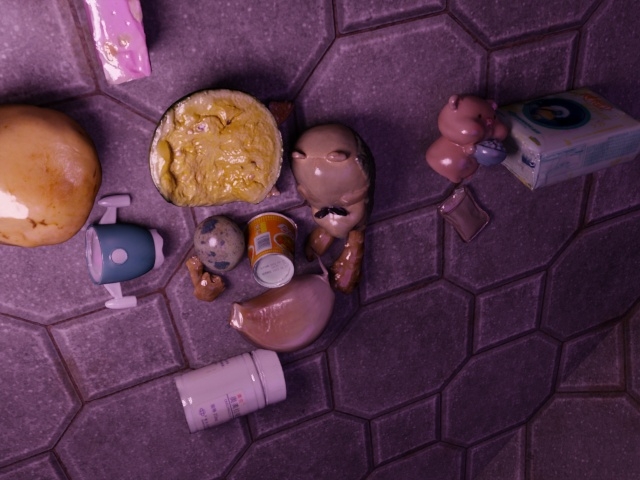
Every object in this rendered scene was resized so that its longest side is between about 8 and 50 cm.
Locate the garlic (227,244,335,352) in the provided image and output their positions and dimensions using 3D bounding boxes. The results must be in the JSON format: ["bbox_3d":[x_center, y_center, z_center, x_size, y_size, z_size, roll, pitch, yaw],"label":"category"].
[{"bbox_3d":[-0.099,0.215,1.960,0.340,0.231,0.246,-37,89,-9],"label":"garlic"}]

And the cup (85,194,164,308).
[{"bbox_3d":[-0.509,0.030,1.649,0.173,0.167,0.299,-5,98,-33],"label":"cup"}]

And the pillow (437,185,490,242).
[{"bbox_3d":[0.485,-0.087,2.121,0.130,0.038,0.233,-46,129,4],"label":"pillow"}]

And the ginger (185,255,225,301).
[{"bbox_3d":[-0.333,0.116,1.845,0.096,0.067,0.165,-7,126,4],"label":"ginger"}]

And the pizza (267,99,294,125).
[{"bbox_3d":[-0.112,-0.350,1.670,0.083,0.025,0.078,-48,133,1],"label":"pizza"}]

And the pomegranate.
[{"bbox_3d":[-0.651,-0.142,1.372,0.333,0.332,0.332,-12,125,-18],"label":"pomegranate"}]

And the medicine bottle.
[{"bbox_3d":[-0.285,0.475,2.026,0.332,0.190,0.190,-17,127,-15],"label":"medicine bottle"}]

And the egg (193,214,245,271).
[{"bbox_3d":[-0.279,0.013,1.758,0.141,0.141,0.181,-22,134,-11],"label":"egg"}]

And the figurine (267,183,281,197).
[{"bbox_3d":[-0.148,-0.151,1.779,0.051,0.047,0.083,-21,136,7],"label":"figurine"}]

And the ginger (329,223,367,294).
[{"bbox_3d":[0.091,0.040,1.985,0.131,0.086,0.294,-12,124,-31],"label":"ginger"}]

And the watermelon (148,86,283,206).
[{"bbox_3d":[-0.275,-0.231,1.573,0.331,0.189,0.330,-9,110,-27],"label":"watermelon"}]

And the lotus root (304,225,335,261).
[{"bbox_3d":[0.000,0.000,1.931,0.073,0.062,0.150,31,108,-11],"label":"lotus root"}]

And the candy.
[{"bbox_3d":[-0.441,-0.484,1.342,0.116,0.155,0.265,-15,126,-20],"label":"candy"}]

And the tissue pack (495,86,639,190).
[{"bbox_3d":[0.736,-0.321,1.931,0.388,0.287,0.162,-16,132,-15],"label":"tissue pack"}]

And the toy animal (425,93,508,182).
[{"bbox_3d":[0.426,-0.300,1.868,0.210,0.229,0.221,-11,167,-41],"label":"toy animal"}]

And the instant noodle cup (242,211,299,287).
[{"bbox_3d":[-0.137,0.035,1.787,0.168,0.185,0.168,-4,124,-6],"label":"instant noodle cup"}]

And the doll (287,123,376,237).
[{"bbox_3d":[0.042,-0.153,1.750,0.247,0.247,0.349,-29,143,-6],"label":"doll"}]
